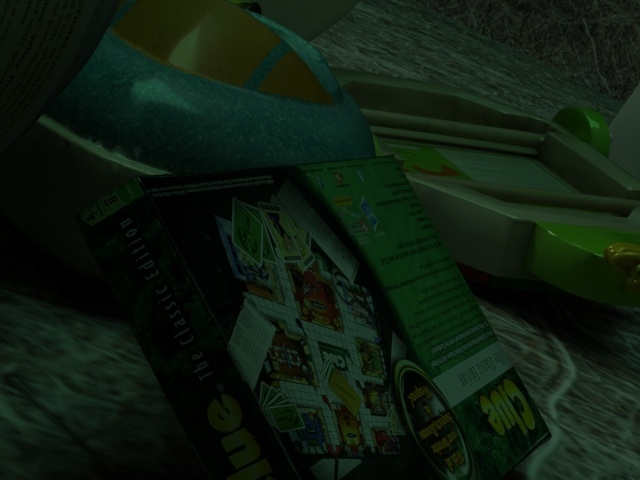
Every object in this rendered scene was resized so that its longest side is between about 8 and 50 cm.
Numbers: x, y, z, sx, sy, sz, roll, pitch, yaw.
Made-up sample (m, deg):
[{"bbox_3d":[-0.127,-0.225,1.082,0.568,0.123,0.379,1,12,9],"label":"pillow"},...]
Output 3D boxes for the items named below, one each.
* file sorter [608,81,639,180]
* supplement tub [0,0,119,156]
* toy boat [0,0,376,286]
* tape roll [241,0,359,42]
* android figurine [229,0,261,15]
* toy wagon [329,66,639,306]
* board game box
[{"bbox_3d":[0.370,-0.031,1.273,0.173,0.193,0.277,15,24,-49],"label":"file sorter"},{"bbox_3d":[-0.195,-0.107,0.509,0.235,0.235,0.325,25,11,8],"label":"supplement tub"},{"bbox_3d":[-0.116,-0.087,0.791,0.318,0.148,0.267,23,12,1],"label":"toy boat"},{"bbox_3d":[-0.102,-0.290,1.149,0.392,0.392,0.072,17,14,-29],"label":"tape roll"},{"bbox_3d":[-0.174,-0.147,0.985,0.273,0.056,0.248,11,-9,13],"label":"android figurine"},{"bbox_3d":[0.112,-0.031,1.104,0.267,0.068,0.344,5,22,-28],"label":"toy wagon"},{"bbox_3d":[0.012,0.037,0.603,0.136,0.030,0.260,59,18,7],"label":"board game box"}]
